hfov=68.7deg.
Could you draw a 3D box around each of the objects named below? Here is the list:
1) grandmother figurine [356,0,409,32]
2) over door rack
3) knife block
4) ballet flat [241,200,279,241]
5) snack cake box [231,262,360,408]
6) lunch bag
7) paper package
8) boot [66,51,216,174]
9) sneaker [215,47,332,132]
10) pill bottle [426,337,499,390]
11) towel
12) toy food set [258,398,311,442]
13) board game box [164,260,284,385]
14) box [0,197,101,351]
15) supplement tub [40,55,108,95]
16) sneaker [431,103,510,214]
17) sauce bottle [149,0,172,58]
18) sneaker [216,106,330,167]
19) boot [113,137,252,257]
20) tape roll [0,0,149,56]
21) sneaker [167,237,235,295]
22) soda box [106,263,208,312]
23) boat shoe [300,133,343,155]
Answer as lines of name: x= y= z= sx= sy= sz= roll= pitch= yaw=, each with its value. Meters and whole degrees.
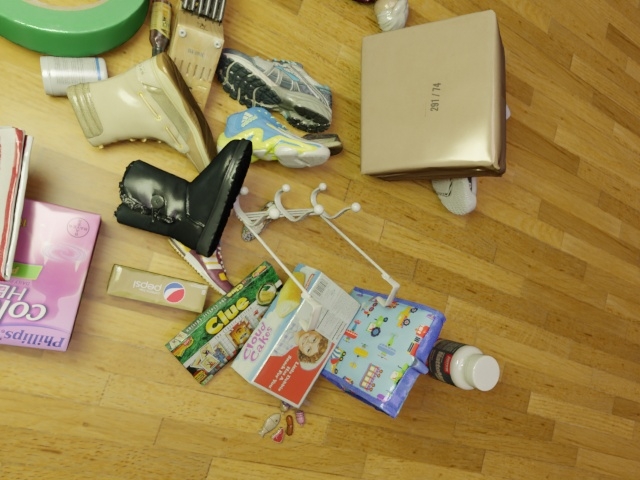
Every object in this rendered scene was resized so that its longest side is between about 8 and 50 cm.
grandmother figurine: x=0.111 y=-0.666 z=1.135 sx=0.208 sy=0.104 sz=0.342 roll=-32 pitch=106 yaw=6
over door rack: x=0.000 y=0.000 z=0.938 sx=0.240 sy=0.108 sz=0.324 roll=-8 pitch=52 yaw=-41
knife block: x=-0.262 y=-0.410 z=0.970 sx=0.088 sy=0.242 sz=0.275 roll=12 pitch=128 yaw=-23
ballet flat: x=-0.130 y=-0.046 z=1.029 sx=0.041 sy=0.041 sz=0.114 roll=45 pitch=72 yaw=-17
snack cake box: x=-0.047 y=0.202 z=1.005 sx=0.152 sy=0.089 sz=0.264 roll=43 pitch=74 yaw=-37
lunch bag: x=0.128 y=0.231 z=0.998 sx=0.138 sy=0.293 sz=0.220 roll=40 pitch=73 yaw=-18
paper package: x=0.253 y=-0.303 z=1.062 sx=0.168 sy=0.310 sz=0.324 roll=2 pitch=89 yaw=-64
boot: x=-0.330 y=-0.209 z=0.907 sx=0.204 sy=0.095 sz=0.261 roll=-16 pitch=138 yaw=4
sneaker: x=-0.097 y=-0.347 z=1.036 sx=0.283 sy=0.110 sz=0.122 roll=24 pitch=64 yaw=-27
pill bottle: x=0.343 y=0.307 z=1.156 sx=0.108 sy=0.180 sz=0.107 roll=1 pitch=87 yaw=-25
towel: x=-0.606 y=-0.060 z=0.711 sx=0.329 sy=0.037 sz=0.236 roll=2 pitch=82 yaw=10
toy food set: x=-0.074 y=0.402 z=1.050 sx=0.078 sy=0.019 sz=0.122 roll=45 pitch=72 yaw=-17
board game box: x=-0.180 y=0.171 z=0.974 sx=0.260 sy=0.030 sz=0.136 roll=-41 pitch=131 yaw=-20
box: x=-0.519 y=0.049 z=0.806 sx=0.214 sy=0.117 sz=0.242 roll=15 pitch=83 yaw=-23
supplement tub: x=-0.455 y=-0.305 z=0.873 sx=0.107 sy=0.071 sz=0.070 roll=-7 pitch=91 yaw=-25
sneaker: x=0.392 y=-0.258 z=1.220 sx=0.210 sy=0.137 sz=0.365 roll=-13 pitch=90 yaw=-22
sauce bottle: x=-0.326 y=-0.423 z=0.953 sx=0.042 sy=0.042 sz=0.128 roll=3 pitch=89 yaw=-24
sneaker: x=-0.098 y=-0.228 z=0.997 sx=0.240 sy=0.091 sz=0.126 roll=3 pitch=77 yaw=-3
boot: x=-0.261 y=-0.110 z=0.880 sx=0.207 sy=0.094 sz=0.246 roll=24 pitch=101 yaw=0
tape roll: x=-0.472 y=-0.492 z=0.837 sx=0.322 sy=0.077 sz=0.320 roll=6 pitch=74 yaw=-22
sneaker: x=-0.223 y=0.039 z=0.968 sx=0.084 sy=0.070 sz=0.185 roll=-46 pitch=107 yaw=-14
soda box: x=-0.321 y=0.095 z=0.925 sx=0.182 sy=0.061 sz=0.058 roll=16 pitch=83 yaw=-23
boat shoe: x=-0.026 y=-0.219 z=1.080 sx=0.152 sy=0.056 sz=0.049 roll=-5 pitch=64 yaw=-17
